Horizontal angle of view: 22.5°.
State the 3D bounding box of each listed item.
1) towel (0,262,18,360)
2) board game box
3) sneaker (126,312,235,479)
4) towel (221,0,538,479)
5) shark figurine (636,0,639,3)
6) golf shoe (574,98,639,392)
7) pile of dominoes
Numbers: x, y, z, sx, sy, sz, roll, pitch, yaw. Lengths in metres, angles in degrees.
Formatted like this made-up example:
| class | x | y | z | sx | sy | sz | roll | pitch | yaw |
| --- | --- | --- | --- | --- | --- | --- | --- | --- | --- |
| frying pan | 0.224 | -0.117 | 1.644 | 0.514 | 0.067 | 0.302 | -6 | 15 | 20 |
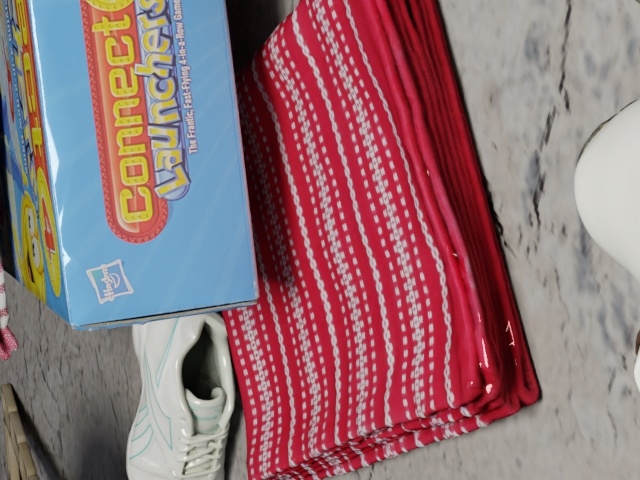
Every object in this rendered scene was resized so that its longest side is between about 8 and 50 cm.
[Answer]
| class | x | y | z | sx | sy | sz | roll | pitch | yaw |
| --- | --- | --- | --- | --- | --- | --- | --- | --- | --- |
| towel | -0.199 | -0.047 | 0.915 | 0.144 | 0.029 | 0.197 | -126 | 34 | -59 |
| board game box | -0.124 | -0.126 | 0.819 | 0.302 | 0.086 | 0.308 | -168 | 71 | -73 |
| sneaker | -0.073 | 0.099 | 0.876 | 0.061 | 0.053 | 0.152 | 26 | 121 | 59 |
| towel | 0.000 | 0.000 | 0.701 | 0.275 | 0.031 | 0.199 | 144 | 115 | -64 |
| shark figurine | 0.020 | -0.147 | 0.435 | 0.166 | 0.116 | 0.278 | 60 | 169 | 29 |
| golf shoe | 0.103 | 0.007 | 0.391 | 0.198 | 0.094 | 0.077 | -145 | 49 | -61 |
| pile of dominoes | -0.220 | 0.251 | 1.313 | 0.251 | 0.040 | 0.196 | -131 | 38 | -64 |
